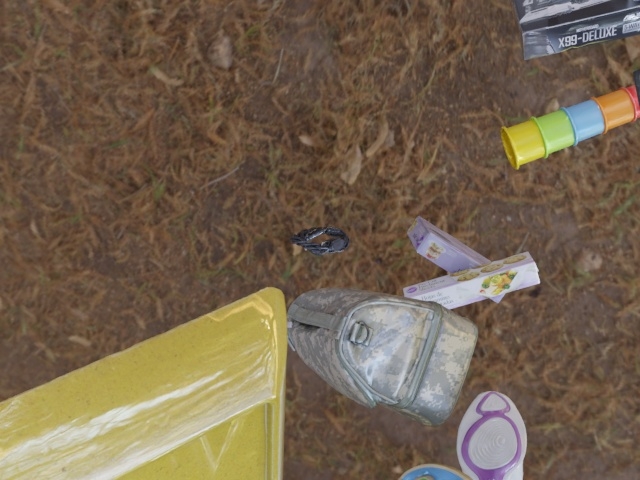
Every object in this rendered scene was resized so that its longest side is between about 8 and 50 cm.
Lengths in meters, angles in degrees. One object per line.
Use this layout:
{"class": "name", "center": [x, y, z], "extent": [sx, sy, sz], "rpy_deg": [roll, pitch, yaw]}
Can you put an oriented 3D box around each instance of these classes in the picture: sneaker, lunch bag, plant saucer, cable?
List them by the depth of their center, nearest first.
{"class": "plant saucer", "center": [-0.159, 0.241, 0.629], "extent": [0.332, 0.081, 0.333], "rpy_deg": [-22, 136, -27]}
{"class": "sneaker", "center": [0.279, 0.410, 1.097], "extent": [0.114, 0.305, 0.152], "rpy_deg": [3, 155, 6]}
{"class": "lunch bag", "center": [0.089, 0.187, 1.204], "extent": [0.256, 0.305, 0.213], "rpy_deg": [28, 80, -19]}
{"class": "cable", "center": [0.000, 0.000, 1.859], "extent": [0.150, 0.184, 0.047], "rpy_deg": [10, 110, 26]}

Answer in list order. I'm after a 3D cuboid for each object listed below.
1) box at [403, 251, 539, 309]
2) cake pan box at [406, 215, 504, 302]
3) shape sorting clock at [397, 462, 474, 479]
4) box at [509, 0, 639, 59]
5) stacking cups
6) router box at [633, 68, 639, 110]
{"class": "box", "center": [0.365, 0.111, 1.605], "extent": [0.323, 0.067, 0.063], "rpy_deg": [-17, 110, 10]}
{"class": "cake pan box", "center": [0.366, 0.045, 1.751], "extent": [0.266, 0.246, 0.070], "rpy_deg": [31, 103, -7]}
{"class": "shape sorting clock", "center": [0.144, 0.364, 0.755], "extent": [0.040, 0.206, 0.206], "rpy_deg": [-2, 133, -34]}
{"class": "box", "center": [0.529, -0.533, 1.393], "extent": [0.242, 0.308, 0.077], "rpy_deg": [-9, 143, 15]}
{"class": "stacking cups", "center": [0.538, -0.237, 1.346], "extent": [0.316, 0.096, 0.096], "rpy_deg": [-17, 118, 6]}
{"class": "router box", "center": [0.369, -0.125, 0.644], "extent": [0.092, 0.038, 0.123], "rpy_deg": [-18, 77, 54]}
